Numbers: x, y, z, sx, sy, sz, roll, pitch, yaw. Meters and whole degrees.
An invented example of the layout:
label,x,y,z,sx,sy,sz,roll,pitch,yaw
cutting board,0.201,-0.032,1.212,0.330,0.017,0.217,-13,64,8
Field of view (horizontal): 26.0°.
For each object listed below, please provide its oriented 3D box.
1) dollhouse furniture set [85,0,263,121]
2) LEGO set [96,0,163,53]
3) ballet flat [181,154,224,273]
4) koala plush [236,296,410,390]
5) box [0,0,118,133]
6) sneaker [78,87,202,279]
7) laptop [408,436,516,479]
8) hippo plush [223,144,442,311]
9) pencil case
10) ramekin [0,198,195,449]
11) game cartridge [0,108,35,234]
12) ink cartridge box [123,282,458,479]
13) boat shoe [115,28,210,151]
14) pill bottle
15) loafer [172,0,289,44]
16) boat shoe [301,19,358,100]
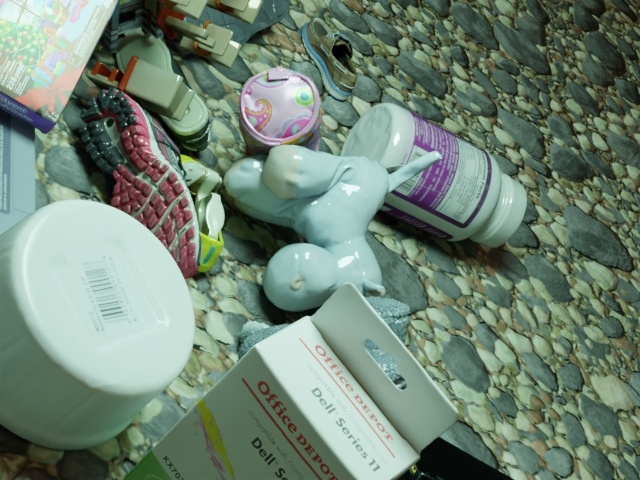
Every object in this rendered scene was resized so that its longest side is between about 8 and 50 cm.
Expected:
label,x,y,z,sx,sy,sz,roll,pitch,yaw
dollhouse furniture set,-0.213,-0.316,1.977,0.135,0.259,0.262,24,-6,13
LEGO set,-0.378,-0.370,2.032,0.255,0.192,0.331,36,48,25
ballet flat,-0.169,-0.055,1.964,0.077,0.077,0.231,20,40,-29
koala plush,-0.011,0.179,1.817,0.221,0.203,0.196,14,29,-6
box,-0.382,-0.315,1.828,0.201,0.057,0.293,29,67,-19
sneaker,-0.224,-0.078,1.901,0.112,0.121,0.299,24,38,-57
laptop,0.206,0.461,1.841,0.382,0.236,0.408,32,6,-18
hippo plush,0.000,0.000,2.021,0.294,0.234,0.237,2,80,-28
pencil case,-0.058,-0.173,2.064,0.124,0.124,0.284,47,-3,6
ramekin,-0.277,0.087,1.592,0.277,0.135,0.277,27,46,-32
game cartridge,-0.455,-0.106,1.742,0.196,0.060,0.294,25,37,-32
ink cartridge box,-0.039,0.232,1.526,0.207,0.353,0.119,50,33,11
boat shoe,-0.240,-0.229,2.109,0.233,0.084,0.079,54,-5,27
pill bottle,0.193,-0.099,2.317,0.301,0.169,0.169,25,37,-28
loafer,-0.168,-0.375,2.339,0.302,0.095,0.109,-30,107,-52
boat shoe,0.026,-0.338,2.501,0.066,0.066,0.183,7,48,-43
